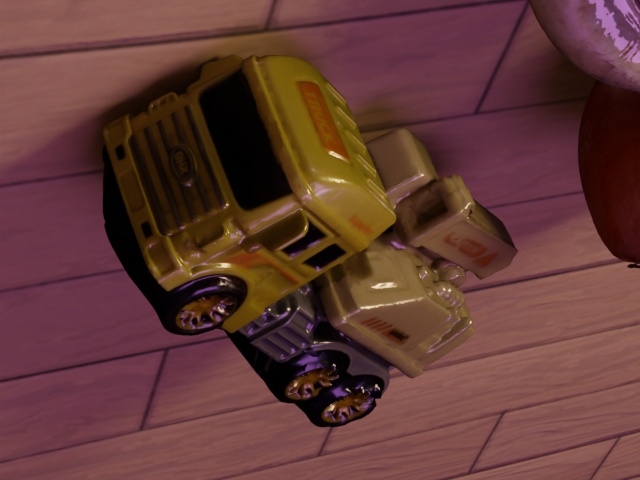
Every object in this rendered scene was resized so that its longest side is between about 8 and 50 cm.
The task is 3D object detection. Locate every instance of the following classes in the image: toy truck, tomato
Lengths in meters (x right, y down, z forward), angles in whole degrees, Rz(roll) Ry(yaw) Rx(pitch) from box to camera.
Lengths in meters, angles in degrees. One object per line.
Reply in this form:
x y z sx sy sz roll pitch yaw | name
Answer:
0.000 0.000 1.420 0.254 0.181 0.405 -32 149 12 | toy truck
0.355 -0.133 1.447 0.338 0.338 0.144 -32 109 8 | tomato

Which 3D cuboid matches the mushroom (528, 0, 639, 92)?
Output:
0.265 -0.232 1.269 0.254 0.184 0.255 -4 128 -5 | mushroom
